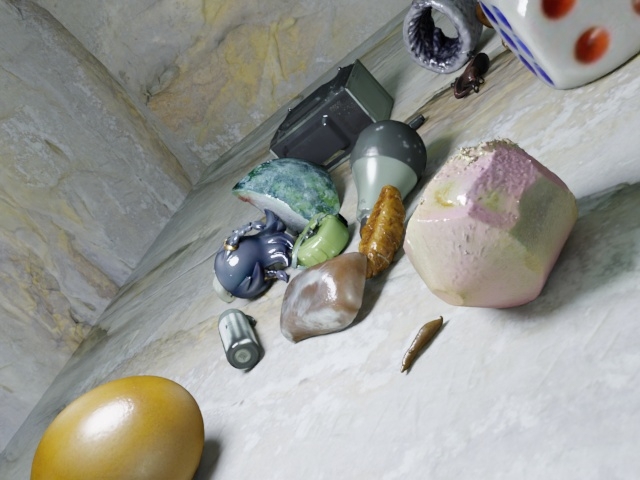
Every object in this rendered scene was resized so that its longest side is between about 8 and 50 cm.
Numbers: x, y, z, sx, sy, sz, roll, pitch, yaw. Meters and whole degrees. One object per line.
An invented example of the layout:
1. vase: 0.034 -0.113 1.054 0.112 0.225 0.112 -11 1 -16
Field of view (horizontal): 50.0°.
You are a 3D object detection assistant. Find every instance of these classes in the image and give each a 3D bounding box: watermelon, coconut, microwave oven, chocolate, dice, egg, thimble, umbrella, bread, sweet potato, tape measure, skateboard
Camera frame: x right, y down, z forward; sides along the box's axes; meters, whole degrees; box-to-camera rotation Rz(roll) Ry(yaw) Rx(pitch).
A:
1. watermelon: -0.081 -0.128 1.995 0.320 0.213 0.289 12 39 14
2. coconut: 0.238 -0.011 1.011 0.233 0.233 0.245 -16 31 56
3. microwave oven: 0.029 -0.392 2.264 0.355 0.218 0.286 -33 21 32
4. chocolate: -0.014 0.113 1.417 0.254 0.080 0.156 -27 48 51
5. dice: 0.515 -0.501 1.382 0.304 0.277 0.304 -39 22 14
6. egg: -0.386 0.417 1.326 0.351 0.282 0.282 -45 18 -2
7. thimble: 0.362 -0.636 2.032 0.217 0.245 0.157 -1 44 37
8. umbrella: 0.238 -0.305 1.930 0.133 0.031 0.036 -38 21 16
9. bread: 0.132 -0.008 1.446 0.105 0.076 0.233 -31 33 58
10. sweet potato: 0.160 0.166 1.111 0.115 0.026 0.026 -51 19 -10
11. tape measure: 0.000 0.000 1.701 0.154 0.087 0.177 -19 34 52
12. skateboard: 0.407 -0.436 1.823 0.080 0.067 0.151 4 57 54

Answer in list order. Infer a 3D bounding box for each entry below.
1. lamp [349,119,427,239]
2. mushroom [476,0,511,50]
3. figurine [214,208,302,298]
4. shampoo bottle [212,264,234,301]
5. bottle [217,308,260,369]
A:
1. lamp: 0.136 -0.132 1.610 0.182 0.182 0.313 -1 65 64
2. mushroom: 0.508 -0.595 1.865 0.227 0.148 0.217 -24 43 58
3. figurine: -0.165 0.037 1.854 0.265 0.197 0.175 -54 6 1
4. shampoo bottle: -0.276 0.117 1.955 0.045 0.152 0.077 24 69 22
5. bottle: -0.192 0.228 1.648 0.096 0.079 0.254 -9 14 -13
